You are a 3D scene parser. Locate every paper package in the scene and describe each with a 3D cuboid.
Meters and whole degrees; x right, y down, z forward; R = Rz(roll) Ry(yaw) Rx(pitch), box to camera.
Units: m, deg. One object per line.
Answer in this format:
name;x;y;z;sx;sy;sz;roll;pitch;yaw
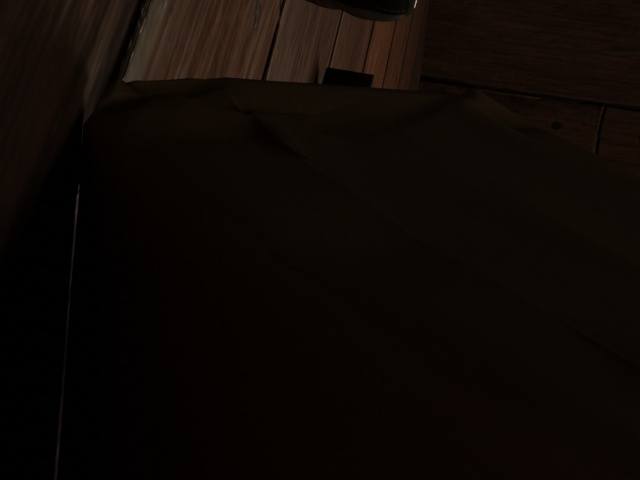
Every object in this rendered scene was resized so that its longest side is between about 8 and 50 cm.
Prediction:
paper package;0.046;0.147;0.563;0.309;0.168;0.325;34;-58;53

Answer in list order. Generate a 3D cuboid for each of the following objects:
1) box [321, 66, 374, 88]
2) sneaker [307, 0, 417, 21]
box;0.000;0.000;1.368;0.184;0.045;0.191;-72;171;-51
sneaker;0.070;-0.172;0.864;0.271;0.108;0.100;-40;150;-38
